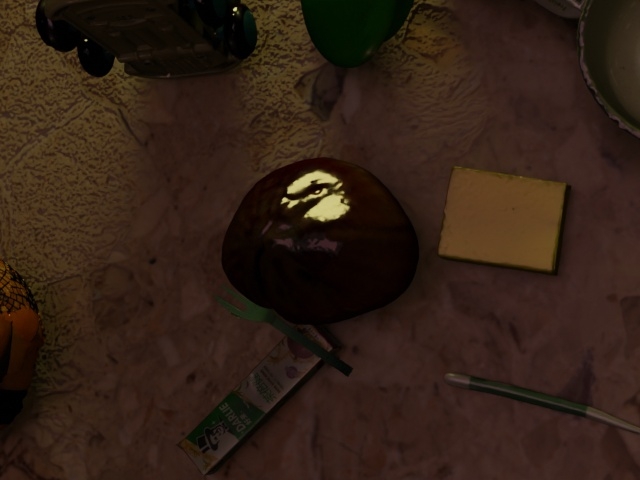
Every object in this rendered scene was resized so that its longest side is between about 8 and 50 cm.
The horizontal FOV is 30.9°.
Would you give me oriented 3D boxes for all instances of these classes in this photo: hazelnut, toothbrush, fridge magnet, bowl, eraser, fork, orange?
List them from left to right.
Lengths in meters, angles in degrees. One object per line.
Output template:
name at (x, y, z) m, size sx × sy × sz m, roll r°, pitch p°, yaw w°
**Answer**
orange at (-0.429, 0.120, 1.309) m, size 0.234 × 0.182 × 0.235 m, roll -1°, pitch 88°, yaw 30°
fork at (-0.037, 0.096, 1.223) m, size 0.235 × 0.021 × 0.039 m, roll 30°, pitch 89°, yaw 46°
hazelnut at (0.000, 0.000, 1.182) m, size 0.204 × 0.178 × 0.178 m, roll 23°, pitch 91°, yaw 30°
fridge magnet at (0.036, -0.286, 1.212) m, size 0.088 × 0.208 × 0.208 m, roll -4°, pitch 80°, yaw -26°
eraser at (0.190, -0.019, 1.192) m, size 0.122 × 0.045 × 0.097 m, roll 10°, pitch 86°, yaw 18°
toothbrush at (0.249, 0.168, 1.166) m, size 0.257 × 0.018 × 0.024 m, roll 12°, pitch 85°, yaw 18°
bowl at (0.357, -0.184, 1.119) m, size 0.211 × 0.112 × 0.211 m, roll -1°, pitch 88°, yaw 15°

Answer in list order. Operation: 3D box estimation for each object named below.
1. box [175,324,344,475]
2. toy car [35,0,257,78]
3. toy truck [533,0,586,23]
box at (-0.066, 0.169, 1.253) m, size 0.207 × 0.041 × 0.050 m, roll -45°, pitch 71°, yaw 7°
toy car at (-0.183, -0.293, 1.238) m, size 0.204 × 0.248 × 0.198 m, roll -4°, pitch 78°, yaw 17°
toy truck at (0.201, -0.321, 1.192) m, size 0.253 × 0.114 × 0.124 m, roll 39°, pitch 109°, yaw 17°
